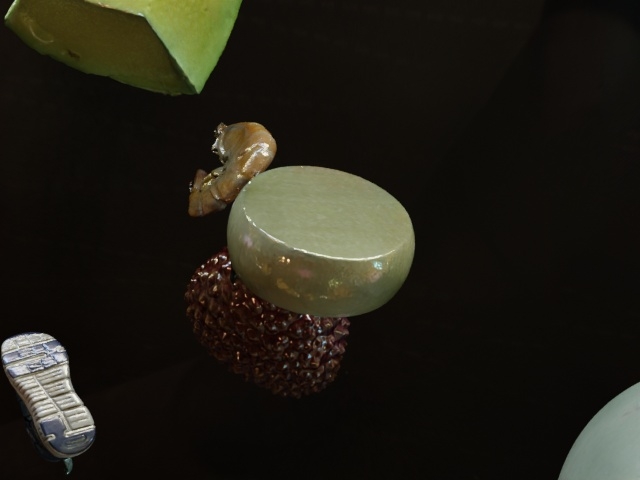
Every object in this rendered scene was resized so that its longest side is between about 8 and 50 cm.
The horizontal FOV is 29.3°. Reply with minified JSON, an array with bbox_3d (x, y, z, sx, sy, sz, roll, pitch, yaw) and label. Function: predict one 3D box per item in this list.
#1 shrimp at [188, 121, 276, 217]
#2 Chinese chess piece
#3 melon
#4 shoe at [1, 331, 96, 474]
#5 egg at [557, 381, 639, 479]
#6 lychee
[{"bbox_3d":[-0.112,-0.086,1.448,0.053,0.236,0.133,31,95,-21],"label":"shrimp"},{"bbox_3d":[0.000,0.000,0.542,0.084,0.084,0.034,13,123,3],"label":"Chinese chess piece"},{"bbox_3d":[-0.145,-0.305,1.125,0.196,0.124,0.323,19,74,4],"label":"melon"},{"bbox_3d":[-0.388,0.223,1.708,0.091,0.106,0.207,-15,67,-33],"label":"shoe"},{"bbox_3d":[0.289,0.199,0.859,0.230,0.371,0.230,-1,89,28],"label":"egg"},{"bbox_3d":[-0.064,0.109,1.800,0.271,0.271,0.271,0,84,1],"label":"lychee"}]
